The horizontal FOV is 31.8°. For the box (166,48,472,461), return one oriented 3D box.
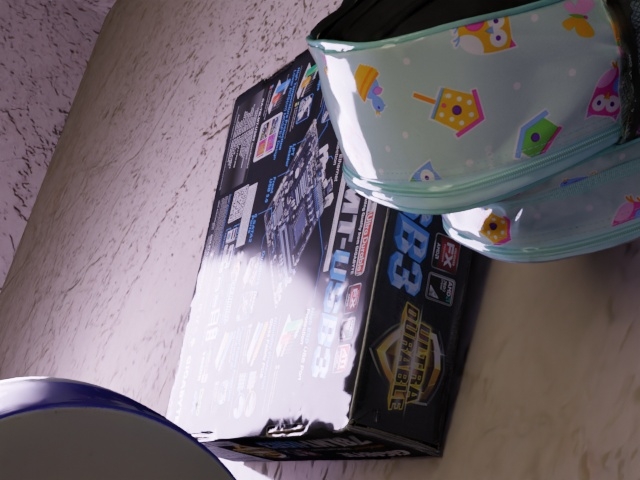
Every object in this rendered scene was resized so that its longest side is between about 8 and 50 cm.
[{"bbox_3d":[0.000,0.000,0.769,0.293,0.073,0.295,-20,55,58],"label":"box"}]

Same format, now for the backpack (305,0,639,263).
[{"bbox_3d":[0.093,-0.070,0.505,0.166,0.188,0.144,-143,42,-68],"label":"backpack"}]

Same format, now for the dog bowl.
[{"bbox_3d":[-0.165,0.219,0.677,0.104,0.265,0.265,1,67,65],"label":"dog bowl"}]
